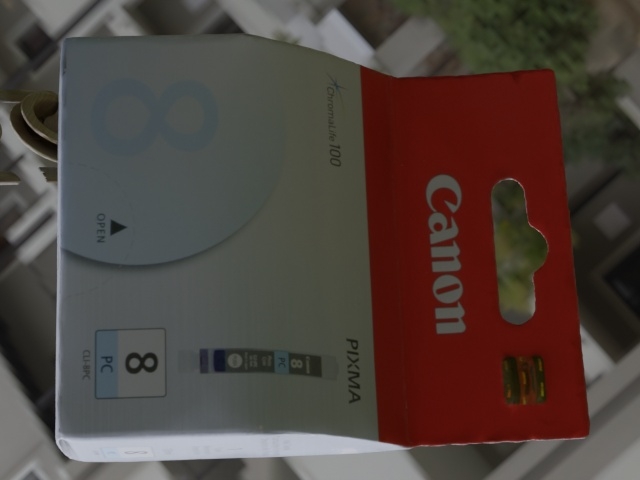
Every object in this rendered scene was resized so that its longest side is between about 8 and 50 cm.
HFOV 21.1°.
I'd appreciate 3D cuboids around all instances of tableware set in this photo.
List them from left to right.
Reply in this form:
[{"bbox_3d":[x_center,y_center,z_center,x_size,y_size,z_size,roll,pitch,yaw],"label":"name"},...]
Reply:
[{"bbox_3d":[-0.272,-0.106,1.506,0.194,0.039,0.128,-4,-134,-46],"label":"tableware set"}]

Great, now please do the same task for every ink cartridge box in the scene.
[{"bbox_3d":[0.000,0.000,1.270,0.091,0.385,0.308,89,178,-70],"label":"ink cartridge box"}]
